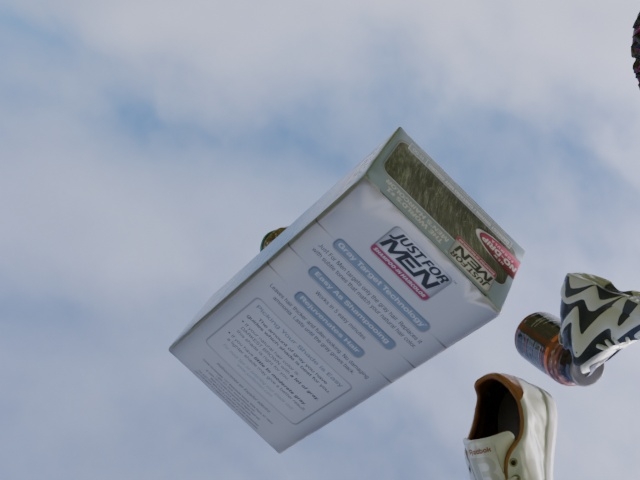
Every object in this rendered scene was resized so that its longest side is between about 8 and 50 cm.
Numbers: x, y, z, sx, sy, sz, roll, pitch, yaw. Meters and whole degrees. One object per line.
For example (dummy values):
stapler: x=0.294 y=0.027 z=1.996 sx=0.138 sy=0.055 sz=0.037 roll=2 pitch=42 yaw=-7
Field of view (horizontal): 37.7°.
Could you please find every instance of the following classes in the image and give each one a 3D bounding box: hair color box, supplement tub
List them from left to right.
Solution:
hair color box: x=0.016 y=0.069 z=1.015 sx=0.185 sy=0.374 sz=0.113 roll=44 pitch=-140 yaw=-7
supplement tub: x=0.446 y=0.206 z=1.742 sx=0.106 sy=0.106 sz=0.198 roll=-14 pitch=-165 yaw=-10

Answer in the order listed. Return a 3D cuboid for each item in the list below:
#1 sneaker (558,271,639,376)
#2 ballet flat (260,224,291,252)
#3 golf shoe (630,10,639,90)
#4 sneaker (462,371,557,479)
sneaker: x=0.464 y=0.154 z=1.452 sx=0.235 sy=0.153 sz=0.094 roll=22 pitch=-163 yaw=40
ballet flat: x=0.000 y=0.000 z=1.341 sx=0.067 sy=0.073 sz=0.206 roll=28 pitch=-146 yaw=28
golf shoe: x=0.264 y=-0.169 z=0.672 sx=0.086 sy=0.186 sz=0.067 roll=-28 pitch=-162 yaw=-22
sneaker: x=0.199 y=0.284 z=1.036 sx=0.106 sy=0.123 sz=0.290 roll=-24 pitch=-131 yaw=37
